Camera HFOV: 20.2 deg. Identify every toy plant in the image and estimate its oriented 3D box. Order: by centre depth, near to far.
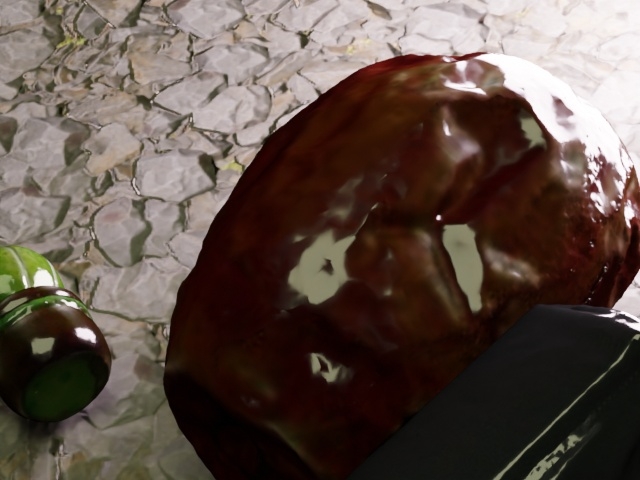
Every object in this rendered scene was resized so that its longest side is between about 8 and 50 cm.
[{"bbox_3d":[-0.226,0.062,1.362,0.093,0.092,0.162,-26,47,-18],"label":"toy plant"}]

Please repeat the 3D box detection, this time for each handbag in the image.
[{"bbox_3d":[0.120,0.223,1.077,0.302,0.275,0.178,-41,27,-22],"label":"handbag"}]

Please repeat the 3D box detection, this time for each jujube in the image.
[{"bbox_3d":[0.061,0.023,1.245,0.276,0.276,0.377,22,54,27],"label":"jujube"}]
